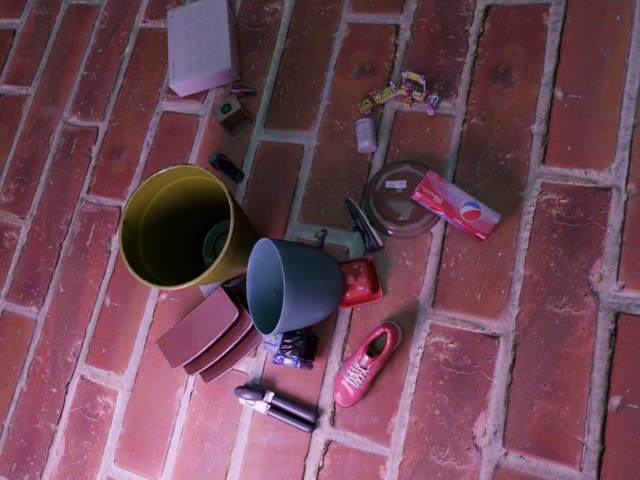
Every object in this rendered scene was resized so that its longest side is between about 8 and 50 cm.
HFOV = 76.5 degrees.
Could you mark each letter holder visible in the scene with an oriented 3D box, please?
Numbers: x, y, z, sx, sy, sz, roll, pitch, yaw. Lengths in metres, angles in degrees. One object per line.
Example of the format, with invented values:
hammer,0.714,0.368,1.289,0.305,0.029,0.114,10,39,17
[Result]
letter holder,-0.361,0.335,1.385,0.302,0.152,0.214,-41,73,4

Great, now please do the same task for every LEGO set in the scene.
LEGO set,0.268,-0.519,1.420,0.286,0.107,0.132,7,80,17

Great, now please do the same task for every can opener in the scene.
can opener,-0.150,0.540,1.308,0.283,0.095,0.076,17,84,18

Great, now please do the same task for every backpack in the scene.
backpack,-0.110,0.343,1.309,0.173,0.158,0.117,5,73,19

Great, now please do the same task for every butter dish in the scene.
butter dish,0.106,0.129,1.316,0.160,0.118,0.160,-15,74,12

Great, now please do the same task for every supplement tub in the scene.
supplement tub,0.162,-0.370,1.436,0.071,0.071,0.107,-6,76,14

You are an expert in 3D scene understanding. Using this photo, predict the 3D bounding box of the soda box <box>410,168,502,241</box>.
soda box,0.421,-0.108,1.270,0.263,0.083,0.092,35,86,6

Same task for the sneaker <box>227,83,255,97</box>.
sneaker,-0.316,-0.612,1.640,0.119,0.047,0.057,6,68,15

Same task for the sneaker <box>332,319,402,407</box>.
sneaker,0.130,0.373,1.246,0.116,0.136,0.314,34,89,20

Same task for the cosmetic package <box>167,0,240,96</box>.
cosmetic package,-0.493,-0.822,1.704,0.284,0.097,0.378,-9,75,12

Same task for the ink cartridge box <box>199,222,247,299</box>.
ink cartridge box,-0.364,0.081,1.495,0.223,0.045,0.224,-30,72,7

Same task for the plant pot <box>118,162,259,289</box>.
plant pot,-0.369,-0.006,1.304,0.366,0.353,0.367,-3,76,14

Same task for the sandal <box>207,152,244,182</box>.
sandal,-0.371,-0.291,1.582,0.179,0.040,0.067,36,89,19

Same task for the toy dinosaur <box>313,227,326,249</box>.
toy dinosaur,0.000,0.000,1.428,0.082,0.047,0.090,-43,104,-6

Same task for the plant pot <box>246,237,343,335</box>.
plant pot,-0.071,0.139,1.274,0.293,0.235,0.293,-2,87,59

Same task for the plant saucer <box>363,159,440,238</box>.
plant saucer,0.281,-0.145,1.371,0.277,0.041,0.278,-4,77,16

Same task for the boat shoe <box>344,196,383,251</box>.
boat shoe,0.131,-0.054,1.374,0.065,0.075,0.206,-33,76,3

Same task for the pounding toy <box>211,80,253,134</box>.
pounding toy,-0.344,-0.509,1.569,0.130,0.141,0.100,-32,71,7
